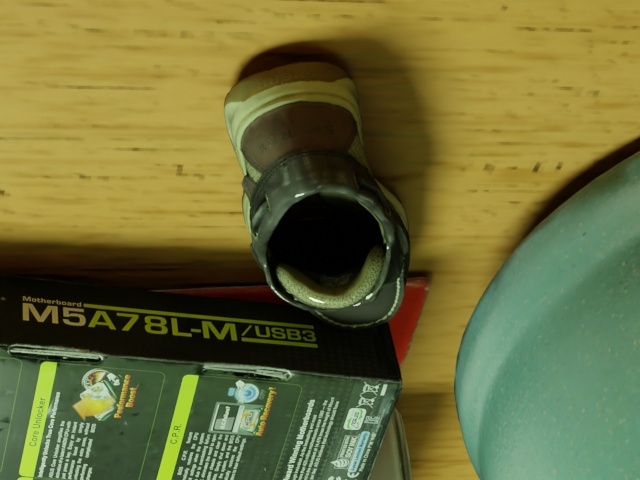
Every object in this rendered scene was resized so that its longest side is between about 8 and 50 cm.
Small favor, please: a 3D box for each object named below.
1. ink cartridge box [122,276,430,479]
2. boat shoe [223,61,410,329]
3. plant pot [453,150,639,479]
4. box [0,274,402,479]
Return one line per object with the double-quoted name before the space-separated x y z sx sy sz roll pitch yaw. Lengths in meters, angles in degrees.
"ink cartridge box" -0.098 0.099 0.737 0.275 0.060 0.239 -2 153 -8
"boat shoe" 0.000 0.000 0.580 0.056 0.049 0.152 -12 152 8
"plant pot" 0.203 0.111 0.615 0.293 0.196 0.293 -3 138 -3
"box" -0.081 0.101 0.679 0.184 0.045 0.190 7 127 -13
